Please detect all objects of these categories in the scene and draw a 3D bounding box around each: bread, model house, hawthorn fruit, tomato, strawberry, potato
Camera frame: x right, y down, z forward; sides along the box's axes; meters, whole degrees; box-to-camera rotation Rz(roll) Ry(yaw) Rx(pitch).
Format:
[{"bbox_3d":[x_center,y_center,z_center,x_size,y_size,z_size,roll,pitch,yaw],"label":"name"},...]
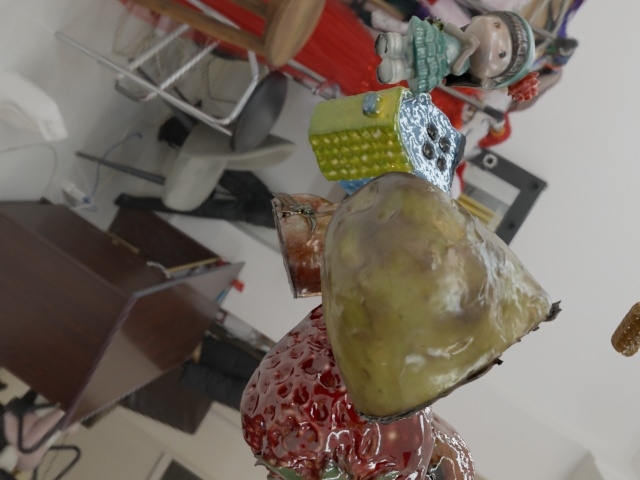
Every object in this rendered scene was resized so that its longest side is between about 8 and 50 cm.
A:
[{"bbox_3d":[0.556,0.159,1.244,0.044,0.052,0.157,-31,151,-13],"label":"bread"},{"bbox_3d":[0.135,-0.210,1.490,0.303,0.237,0.216,39,60,-43],"label":"model house"},{"bbox_3d":[0.177,0.464,1.389,0.258,0.258,0.262,-52,126,-35],"label":"hawthorn fruit"},{"bbox_3d":[0.000,0.000,1.250,0.214,0.155,0.181,-114,-164,-61],"label":"tomato"},{"bbox_3d":[0.056,0.236,1.088,0.295,0.317,0.345,-27,-150,55],"label":"strawberry"},{"bbox_3d":[0.107,0.037,0.847,0.300,0.237,0.288,-31,-177,-25],"label":"potato"}]

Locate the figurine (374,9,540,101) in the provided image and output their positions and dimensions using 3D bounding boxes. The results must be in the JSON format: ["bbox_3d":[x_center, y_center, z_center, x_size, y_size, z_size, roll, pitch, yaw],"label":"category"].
[{"bbox_3d":[0.205,-0.270,1.054,0.110,0.245,0.138,-143,-133,-77],"label":"figurine"}]

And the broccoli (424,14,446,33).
[{"bbox_3d":[0.181,-0.320,1.178,0.097,0.095,0.092,-45,148,23],"label":"broccoli"}]
